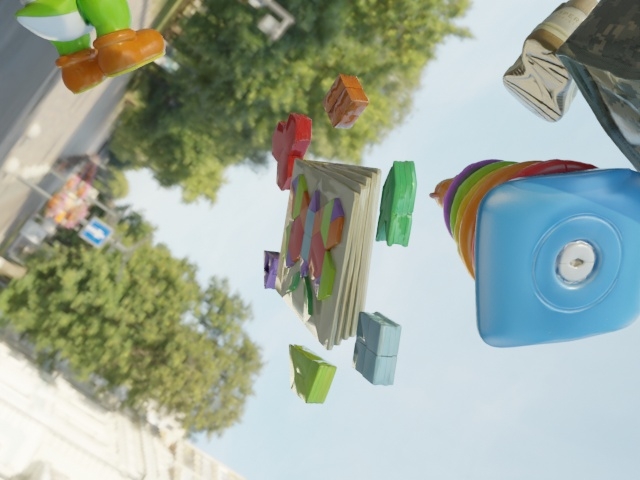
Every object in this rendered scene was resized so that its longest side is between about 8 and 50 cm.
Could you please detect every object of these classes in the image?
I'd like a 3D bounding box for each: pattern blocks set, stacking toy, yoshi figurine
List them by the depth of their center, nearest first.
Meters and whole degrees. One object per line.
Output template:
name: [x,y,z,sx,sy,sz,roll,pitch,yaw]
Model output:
pattern blocks set: [0.000,0.000,0.756,0.325,0.026,0.285,178,-84,-70]
stacking toy: [0.192,-0.024,0.895,0.302,0.175,0.165,-129,-145,-68]
yoshi figurine: [-0.344,-0.399,1.163,0.204,0.362,0.203,-29,-159,-7]

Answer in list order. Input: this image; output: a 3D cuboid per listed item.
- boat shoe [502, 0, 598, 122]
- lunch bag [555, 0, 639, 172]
boat shoe: [0.335,-0.253,1.217,0.098,0.109,0.302,-50,169,-2]
lunch bag: [0.382,-0.152,0.764,0.235,0.287,0.169,-52,-142,-3]
